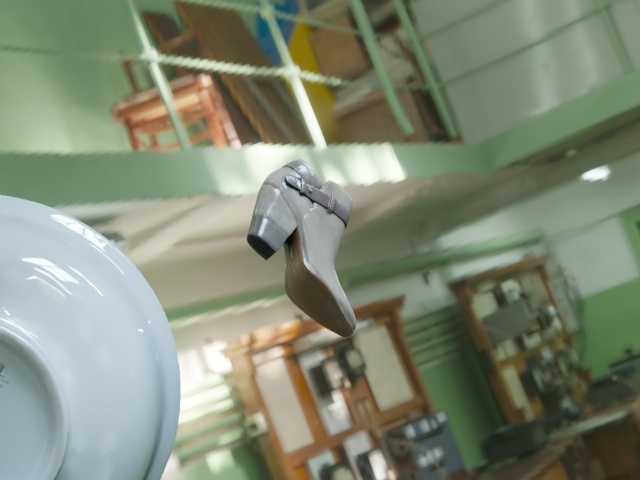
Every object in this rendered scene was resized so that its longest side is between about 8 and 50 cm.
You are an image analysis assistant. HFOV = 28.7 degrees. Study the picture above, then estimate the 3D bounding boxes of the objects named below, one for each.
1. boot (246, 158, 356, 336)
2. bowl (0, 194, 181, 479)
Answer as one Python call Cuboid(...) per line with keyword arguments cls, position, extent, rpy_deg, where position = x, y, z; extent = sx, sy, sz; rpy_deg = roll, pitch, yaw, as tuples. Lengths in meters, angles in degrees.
Cuboid(cls="boot", position=(0.000, 0.000, 0.895), extent=(0.042, 0.118, 0.087), rpy_deg=(-24, 24, 46))
Cuboid(cls="bowl", position=(-0.239, 0.116, 0.839), extent=(0.298, 0.298, 0.134), rpy_deg=(-21, 6, -8))
